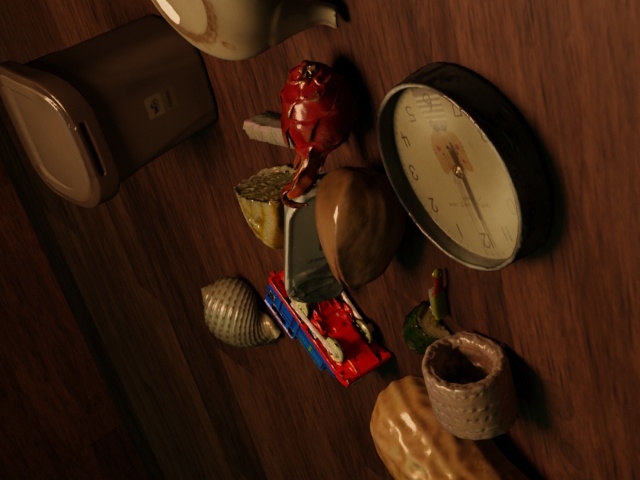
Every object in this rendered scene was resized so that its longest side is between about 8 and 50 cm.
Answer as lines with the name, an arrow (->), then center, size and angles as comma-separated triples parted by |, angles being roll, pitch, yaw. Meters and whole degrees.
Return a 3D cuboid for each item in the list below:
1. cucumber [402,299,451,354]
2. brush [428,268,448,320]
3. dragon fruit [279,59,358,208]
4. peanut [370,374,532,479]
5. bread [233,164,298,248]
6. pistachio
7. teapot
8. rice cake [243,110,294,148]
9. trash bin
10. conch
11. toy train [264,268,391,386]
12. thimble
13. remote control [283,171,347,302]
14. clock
cucumber -> 0.129, 0.125, 1.389 | 0.067, 0.035, 0.107 | 52, 158, 11
brush -> 0.142, 0.062, 1.301 | 0.021, 0.019, 0.083 | 50, 159, 44
dragon fruit -> -0.007, -0.125, 1.259 | 0.094, 0.094, 0.190 | 39, 134, 38
peanut -> 0.189, 0.313, 1.373 | 0.325, 0.140, 0.153 | 47, 173, 14
bread -> -0.049, -0.036, 1.460 | 0.156, 0.103, 0.110 | 24, 134, 64
pistachio -> 0.046, -0.015, 1.278 | 0.108, 0.126, 0.185 | 13, 144, 17
teapot -> -0.130, -0.305, 1.231 | 0.318, 0.149, 0.220 | 8, 134, 60
rice cake -> -0.041, -0.144, 1.388 | 0.211, 0.043, 0.034 | 18, 127, 57
trash bin -> -0.310, -0.205, 1.592 | 0.219, 0.250, 0.219 | 32, 146, 45
conch -> -0.150, 0.137, 1.895 | 0.153, 0.102, 0.135 | 55, 172, 8
toy train -> 0.007, 0.123, 1.572 | 0.204, 0.083, 0.131 | 54, 156, 16
thimble -> 0.178, 0.174, 1.265 | 0.115, 0.102, 0.090 | -102, -5, -60
remote control -> 0.000, 0.000, 1.412 | 0.247, 0.104, 0.052 | 95, 158, -52
clock -> 0.142, -0.072, 1.099 | 0.226, 0.049, 0.226 | 45, 153, 31
